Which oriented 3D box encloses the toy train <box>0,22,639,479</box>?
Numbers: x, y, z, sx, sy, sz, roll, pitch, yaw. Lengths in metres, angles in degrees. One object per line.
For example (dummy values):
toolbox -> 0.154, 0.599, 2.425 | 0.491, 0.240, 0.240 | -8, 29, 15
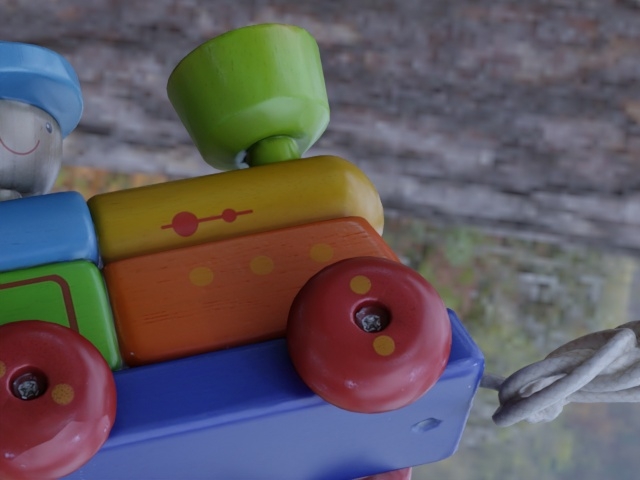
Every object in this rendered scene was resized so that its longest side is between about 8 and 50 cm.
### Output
toy train -> 0.000, 0.000, 0.551 | 0.105, 0.248, 0.143 | 99, -23, -61
